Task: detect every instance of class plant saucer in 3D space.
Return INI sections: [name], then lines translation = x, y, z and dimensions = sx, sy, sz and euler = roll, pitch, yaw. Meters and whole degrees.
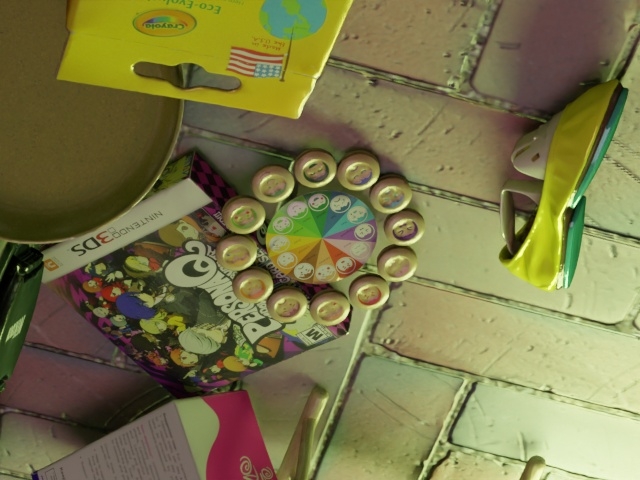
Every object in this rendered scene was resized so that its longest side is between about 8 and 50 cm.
[plant saucer]
translation = -0.224, -0.118, 1.317
dimensions = 0.241, 0.037, 0.241
euler = 0, 96, 3

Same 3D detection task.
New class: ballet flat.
[ballet flat]
translation = 0.190, -0.046, 1.375
dimensions = 0.077, 0.077, 0.231
euler = 21, 139, 12

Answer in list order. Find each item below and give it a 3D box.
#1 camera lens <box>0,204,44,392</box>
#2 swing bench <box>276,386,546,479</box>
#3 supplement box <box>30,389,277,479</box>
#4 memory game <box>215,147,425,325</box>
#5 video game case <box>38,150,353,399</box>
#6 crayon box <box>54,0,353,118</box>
[camera lens]
translation = -0.385, 0.034, 1.402
dimensions = 0.274, 0.219, 0.219
euler = 17, 135, -1
[swing bench]
translation = 0.064, 0.314, 1.689
dimensions = 0.253, 0.165, 0.255
euler = 17, 136, -8
[supplement box]
translation = -0.165, 0.239, 1.658
dimensions = 0.220, 0.114, 0.111
euler = -31, 163, 35
[memory game]
translation = 0.000, 0.000, 1.454
dimensions = 0.186, 0.012, 0.186
euler = -4, 125, -6
[video game case]
translation = -0.121, 0.040, 1.531
dimensions = 0.210, 0.042, 0.232
euler = -24, 127, 30
[crayon box]
translation = -0.064, -0.234, 1.193
dimensions = 0.202, 0.081, 0.318
euler = 9, 136, -17
